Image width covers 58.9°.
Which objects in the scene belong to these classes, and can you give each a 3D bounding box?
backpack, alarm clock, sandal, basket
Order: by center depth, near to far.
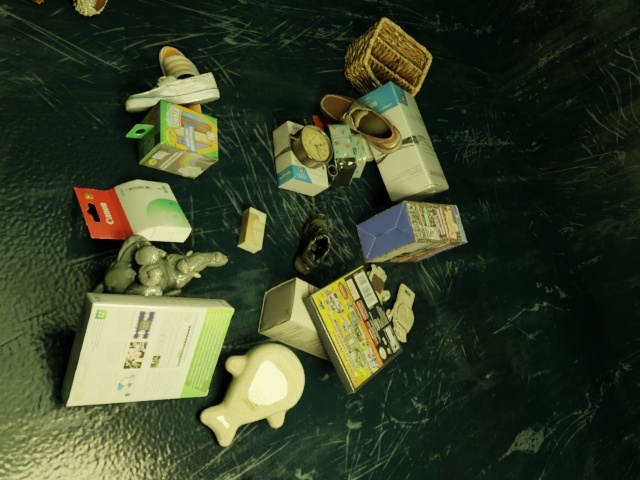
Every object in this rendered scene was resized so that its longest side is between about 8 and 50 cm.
[{"bbox_3d":[-0.373,-0.438,1.603,0.101,0.076,0.266,-10,78,-46],"label":"sandal"},{"bbox_3d":[-0.015,-0.271,1.747,0.192,0.064,0.129,46,46,-13],"label":"alarm clock"},{"bbox_3d":[0.071,-0.293,1.885,0.144,0.166,0.189,-14,68,-11],"label":"backpack"},{"bbox_3d":[0.268,-0.671,2.216,0.299,0.223,0.214,27,54,-33],"label":"basket"}]

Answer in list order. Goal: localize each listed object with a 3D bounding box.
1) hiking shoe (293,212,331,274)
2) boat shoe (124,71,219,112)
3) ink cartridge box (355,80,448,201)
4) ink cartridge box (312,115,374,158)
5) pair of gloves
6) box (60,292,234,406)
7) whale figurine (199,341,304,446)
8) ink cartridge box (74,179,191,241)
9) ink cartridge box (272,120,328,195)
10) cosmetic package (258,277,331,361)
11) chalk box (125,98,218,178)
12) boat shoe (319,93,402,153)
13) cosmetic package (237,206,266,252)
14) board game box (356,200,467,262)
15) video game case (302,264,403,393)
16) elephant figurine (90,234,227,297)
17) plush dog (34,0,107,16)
[{"bbox_3d":[0.000,0.000,1.722,0.086,0.114,0.227,36,50,-26],"label":"hiking shoe"},{"bbox_3d":[-0.400,-0.398,1.513,0.258,0.095,0.084,-18,97,-32],"label":"boat shoe"},{"bbox_3d":[0.303,-0.345,2.083,0.285,0.166,0.395,-5,74,-65],"label":"ink cartridge box"},{"bbox_3d":[0.096,-0.373,2.036,0.232,0.066,0.189,-9,78,-50],"label":"ink cartridge box"},{"bbox_3d":[0.222,0.207,1.890,0.240,0.042,0.204,35,47,-29],"label":"pair of gloves"},{"bbox_3d":[-0.363,0.233,1.218,0.321,0.058,0.233,10,105,-40],"label":"box"},{"bbox_3d":[-0.171,0.373,1.399,0.272,0.141,0.216,-41,101,-21],"label":"whale figurine"},{"bbox_3d":[-0.439,-0.076,1.333,0.224,0.056,0.181,6,38,-43],"label":"ink cartridge box"},{"bbox_3d":[-0.064,-0.260,1.805,0.148,0.085,0.203,10,65,-40],"label":"ink cartridge box"},{"bbox_3d":[-0.006,0.231,1.583,0.296,0.153,0.129,29,52,-33],"label":"cosmetic package"},{"bbox_3d":[-0.389,-0.265,1.466,0.212,0.132,0.132,14,62,-40],"label":"chalk box"},{"bbox_3d":[0.135,-0.414,1.921,0.324,0.123,0.116,31,-1,17],"label":"boat shoe"},{"bbox_3d":[-0.194,-0.029,1.605,0.060,0.041,0.115,24,56,-34],"label":"cosmetic package"},{"bbox_3d":[0.312,-0.024,1.945,0.290,0.232,0.141,1,70,-44],"label":"board game box"},{"bbox_3d":[0.095,0.234,1.545,0.248,0.035,0.275,-26,91,-47],"label":"video game case"},{"bbox_3d":[-0.367,0.081,1.321,0.239,0.185,0.170,9,100,-68],"label":"elephant figurine"},{"bbox_3d":[-0.655,-0.706,1.388,0.210,0.263,0.225,31,32,14],"label":"plush dog"}]
